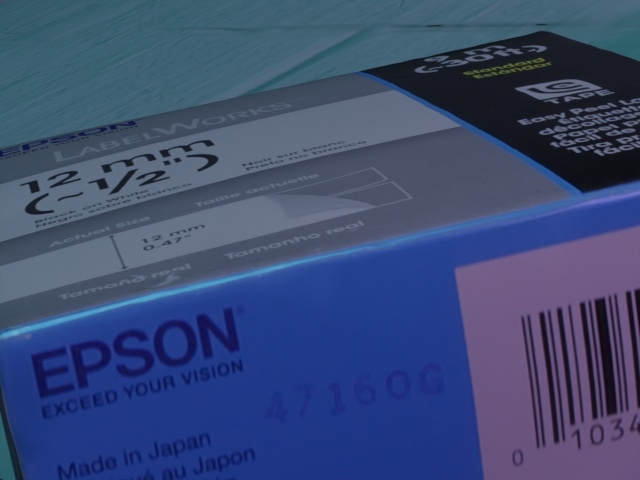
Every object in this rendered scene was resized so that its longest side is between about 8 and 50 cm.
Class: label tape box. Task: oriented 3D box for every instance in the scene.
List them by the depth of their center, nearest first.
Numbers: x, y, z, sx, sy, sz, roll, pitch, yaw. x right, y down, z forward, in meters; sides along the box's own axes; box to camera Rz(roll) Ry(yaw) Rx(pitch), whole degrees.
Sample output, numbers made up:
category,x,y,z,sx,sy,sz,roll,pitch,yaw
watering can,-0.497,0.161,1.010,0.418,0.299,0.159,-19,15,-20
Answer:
category,x,y,z,sx,sy,sz,roll,pitch,yaw
label tape box,0.000,0.000,0.546,0.249,0.115,0.348,-13,20,-11

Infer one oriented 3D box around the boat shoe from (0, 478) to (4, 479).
category,x,y,z,sx,sy,sz,roll,pitch,yaw
boat shoe,-0.097,0.153,0.574,0.319,0.116,0.099,-7,-20,42
